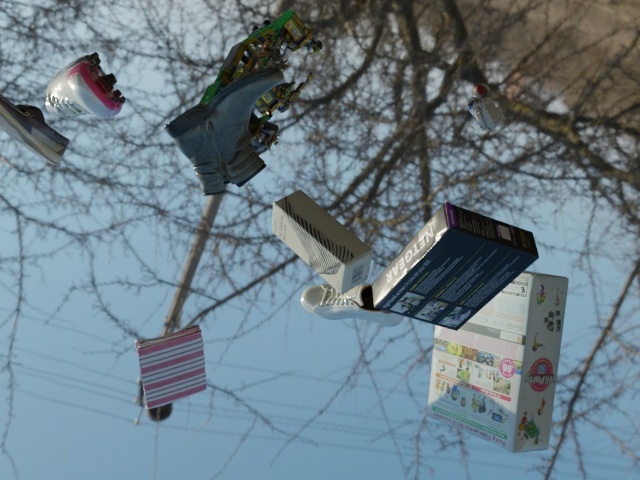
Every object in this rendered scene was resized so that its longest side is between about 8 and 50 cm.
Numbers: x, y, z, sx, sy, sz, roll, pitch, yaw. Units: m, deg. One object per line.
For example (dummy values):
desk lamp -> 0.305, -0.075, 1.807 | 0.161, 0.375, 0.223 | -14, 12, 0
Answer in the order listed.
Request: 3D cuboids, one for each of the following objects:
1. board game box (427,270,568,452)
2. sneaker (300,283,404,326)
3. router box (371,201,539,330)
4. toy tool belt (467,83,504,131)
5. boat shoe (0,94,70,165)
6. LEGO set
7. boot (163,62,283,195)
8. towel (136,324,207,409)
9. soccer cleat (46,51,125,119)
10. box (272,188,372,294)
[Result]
board game box -> 0.313, 0.200, 1.342 | 0.097, 0.303, 0.224 | 5, -178, -33
sneaker -> 0.078, 0.148, 1.979 | 0.290, 0.123, 0.106 | 5, -123, 19
router box -> 0.166, 0.039, 0.941 | 0.133, 0.179, 0.046 | 17, -134, -21
toy tool belt -> 0.287, -0.236, 1.333 | 0.052, 0.083, 0.051 | -40, -165, -28
boat shoe -> -0.727, -0.293, 1.830 | 0.103, 0.092, 0.285 | 19, 161, 30
LEGO set -> -0.105, -0.314, 1.601 | 0.192, 0.255, 0.331 | 46, -144, -31
boot -> -0.138, -0.190, 1.298 | 0.161, 0.246, 0.083 | 57, -160, -15
towel -> -0.325, 0.279, 1.628 | 0.144, 0.197, 0.029 | -14, -143, -21
soccer cleat -> -0.465, -0.277, 1.436 | 0.116, 0.143, 0.331 | 54, 179, -25
box -> 0.000, 0.000, 1.828 | 0.094, 0.113, 0.275 | -29, -127, -31
